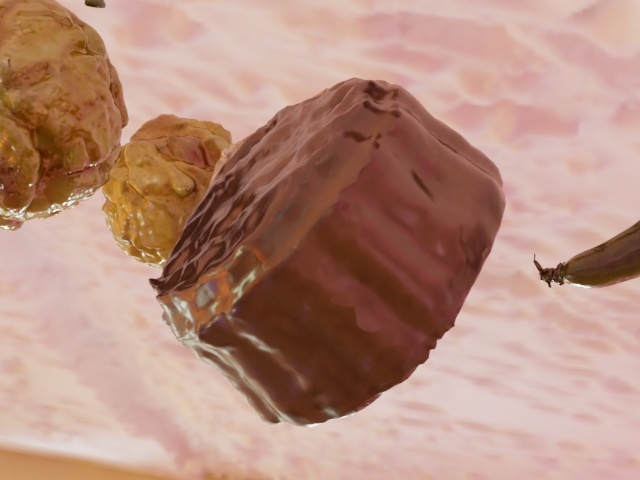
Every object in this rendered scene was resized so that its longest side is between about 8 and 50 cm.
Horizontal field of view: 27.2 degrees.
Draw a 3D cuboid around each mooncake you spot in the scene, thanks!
[{"bbox_3d":[0.001,0.000,1.207,0.187,0.324,0.324,43,150,-18],"label":"mooncake"}]

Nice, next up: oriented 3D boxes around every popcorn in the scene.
[{"bbox_3d":[-0.201,-0.065,1.968,0.225,0.249,0.249,18,170,33],"label":"popcorn"},{"bbox_3d":[-0.351,-0.152,1.477,0.247,0.282,0.282,-17,-176,-43],"label":"popcorn"}]

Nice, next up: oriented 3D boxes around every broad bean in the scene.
[{"bbox_3d":[0.283,-0.022,1.098,0.227,0.069,0.039,-34,161,5],"label":"broad bean"}]

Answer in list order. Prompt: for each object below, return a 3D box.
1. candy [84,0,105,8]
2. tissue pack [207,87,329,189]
[{"bbox_3d":[-0.208,-0.467,1.409,0.119,0.440,0.119,13,-167,-3],"label":"candy"},{"bbox_3d":[0.014,-0.047,1.461,0.186,0.090,0.222,-30,128,36],"label":"tissue pack"}]
